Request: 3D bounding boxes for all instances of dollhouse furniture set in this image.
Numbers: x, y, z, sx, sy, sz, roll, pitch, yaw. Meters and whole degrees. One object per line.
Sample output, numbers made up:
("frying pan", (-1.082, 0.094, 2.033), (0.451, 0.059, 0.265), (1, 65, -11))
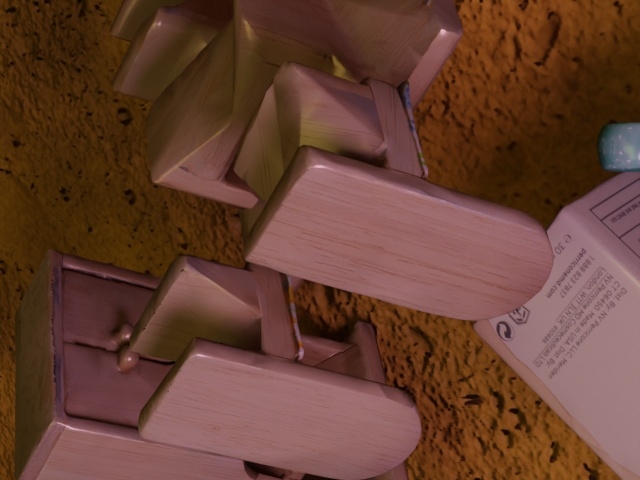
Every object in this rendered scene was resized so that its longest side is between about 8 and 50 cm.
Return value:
("dollhouse furniture set", (0.000, 0.000, 0.938), (0.394, 0.256, 0.362), (-57, 30, 34))

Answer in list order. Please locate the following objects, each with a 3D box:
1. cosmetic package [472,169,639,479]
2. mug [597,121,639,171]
("cosmetic package", (0.255, 0.097, 0.851), (0.309, 0.160, 0.113), (47, 132, 16))
("mug", (0.245, -0.058, 0.816), (0.158, 0.097, 0.129), (34, 101, 16))
